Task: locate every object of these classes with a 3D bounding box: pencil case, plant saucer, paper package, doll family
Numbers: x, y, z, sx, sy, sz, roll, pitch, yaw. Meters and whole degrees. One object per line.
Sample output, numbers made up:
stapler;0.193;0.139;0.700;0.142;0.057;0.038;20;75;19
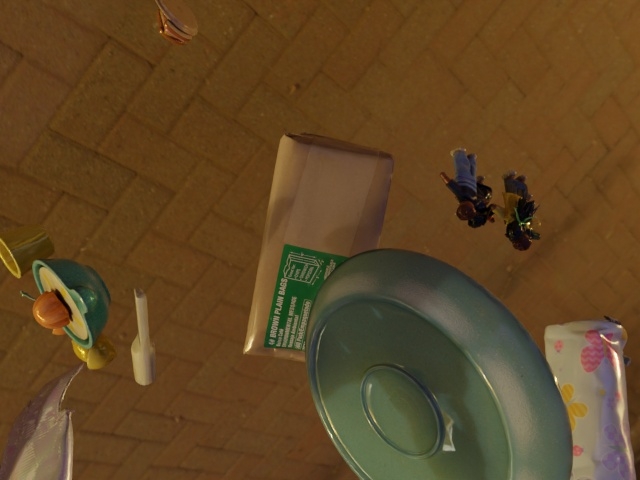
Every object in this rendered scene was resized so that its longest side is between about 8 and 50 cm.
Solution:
pencil case;0.386;0.249;0.885;0.124;0.273;0.113;19;156;-29
plant saucer;0.089;0.165;0.622;0.044;0.318;0.317;-24;136;-40
paper package;0.000;0.000;0.979;0.168;0.309;0.324;11;99;1
doll family;0.237;-0.049;0.851;0.193;0.111;0.076;18;148;-13

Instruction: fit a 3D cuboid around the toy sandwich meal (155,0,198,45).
toy sandwich meal;-0.203;-0.308;0.855;0.029;0.085;0.086;-34;142;23

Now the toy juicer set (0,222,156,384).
toy juicer set;-0.325;0.112;0.829;0.089;0.329;0.209;-34;130;-36

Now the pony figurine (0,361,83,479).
pony figurine;-0.262;0.292;0.398;0.364;0.350;0.302;-1;147;-25
